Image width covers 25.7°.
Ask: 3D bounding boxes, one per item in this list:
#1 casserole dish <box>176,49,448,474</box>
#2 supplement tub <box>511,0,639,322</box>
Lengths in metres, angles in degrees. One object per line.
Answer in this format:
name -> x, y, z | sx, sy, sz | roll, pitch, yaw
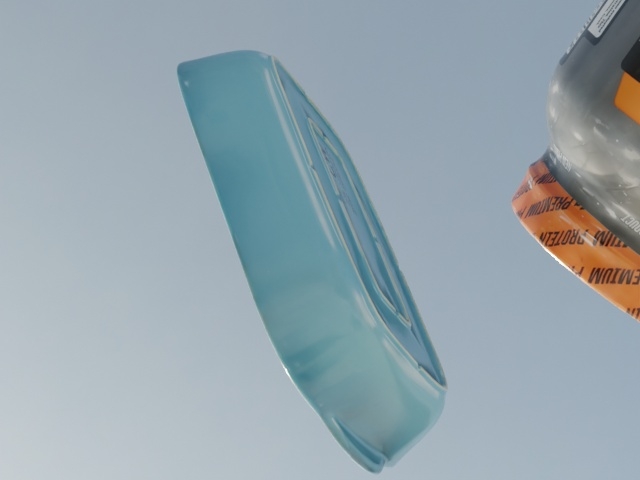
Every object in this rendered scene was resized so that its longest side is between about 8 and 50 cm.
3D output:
casserole dish -> 0.000, 0.000, 0.536 | 0.037, 0.188, 0.114 | -29, -37, 10
supplement tub -> 0.245, -0.104, 0.695 | 0.194, 0.193, 0.316 | 28, -73, -16
